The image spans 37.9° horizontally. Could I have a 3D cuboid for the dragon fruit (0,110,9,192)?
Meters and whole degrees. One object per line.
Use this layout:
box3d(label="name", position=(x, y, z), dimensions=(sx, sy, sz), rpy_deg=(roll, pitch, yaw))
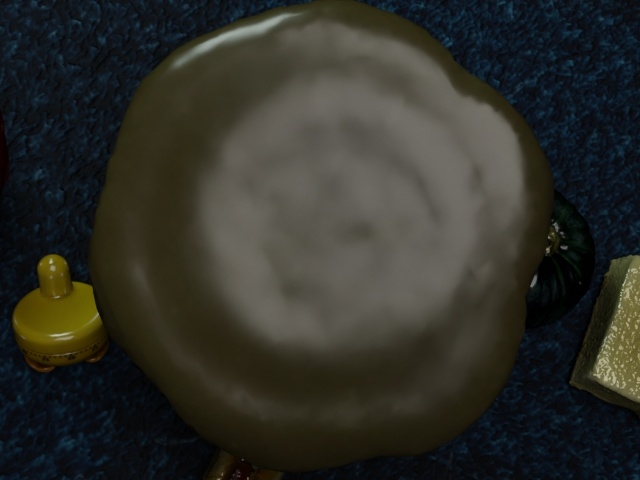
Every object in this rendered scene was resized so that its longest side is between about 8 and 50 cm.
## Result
box3d(label="dragon fruit", position=(-0.464, -0.095, 0.914), dimensions=(0.301, 0.295, 0.296), rpy_deg=(43, 69, -30))

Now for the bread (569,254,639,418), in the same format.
box3d(label="bread", position=(0.410, 0.125, 1.205), dimensions=(0.125, 0.068, 0.188), rpy_deg=(27, 73, -7))

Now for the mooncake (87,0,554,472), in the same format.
box3d(label="mooncake", position=(0.000, 0.000, 0.972), dimensions=(0.467, 0.262, 0.467), rpy_deg=(0, 90, 3))

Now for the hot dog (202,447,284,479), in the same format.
box3d(label="hot dog", position=(-0.117, 0.315, 1.023), dimensions=(0.084, 0.073, 0.242), rpy_deg=(32, 71, 0))

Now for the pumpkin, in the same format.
box3d(label="pumpkin", position=(0.243, 0.012, 1.146), dimensions=(0.202, 0.140, 0.202), rpy_deg=(7, 67, -17))

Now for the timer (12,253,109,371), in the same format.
box3d(label="timer", position=(-0.282, 0.081, 1.014), dimensions=(0.107, 0.109, 0.107), rpy_deg=(1, 36, -1))
